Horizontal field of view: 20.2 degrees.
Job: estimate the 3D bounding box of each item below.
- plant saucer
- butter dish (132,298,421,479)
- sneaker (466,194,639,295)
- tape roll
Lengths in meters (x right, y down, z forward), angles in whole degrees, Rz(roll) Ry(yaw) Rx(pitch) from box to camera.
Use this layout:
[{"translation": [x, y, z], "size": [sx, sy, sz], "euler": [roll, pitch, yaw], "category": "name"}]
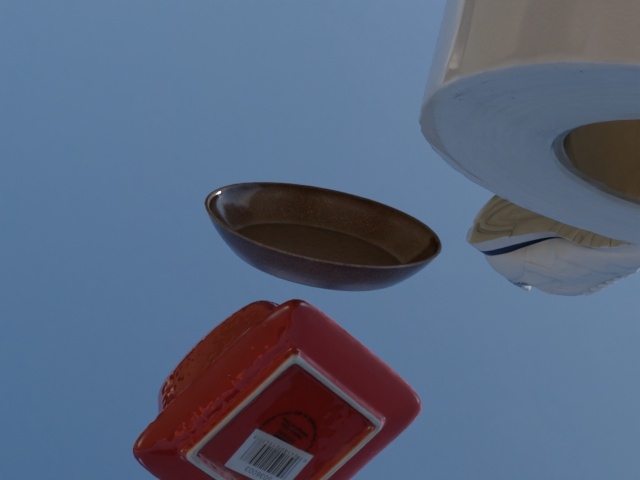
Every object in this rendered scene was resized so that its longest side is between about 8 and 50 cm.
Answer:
[{"translation": [0.000, 0.000, 1.476], "size": [0.199, 0.036, 0.198], "euler": [9, -162, -3], "category": "plant saucer"}, {"translation": [-0.041, 0.104, 1.238], "size": [0.160, 0.160, 0.118], "euler": [-44, -142, 7], "category": "butter dish"}, {"translation": [0.237, 0.001, 1.542], "size": [0.235, 0.095, 0.090], "euler": [-1, -136, 52], "category": "sneaker"}, {"translation": [0.196, -0.074, 0.868], "size": [0.286, 0.286, 0.100], "euler": [4, -107, 33], "category": "tape roll"}]
